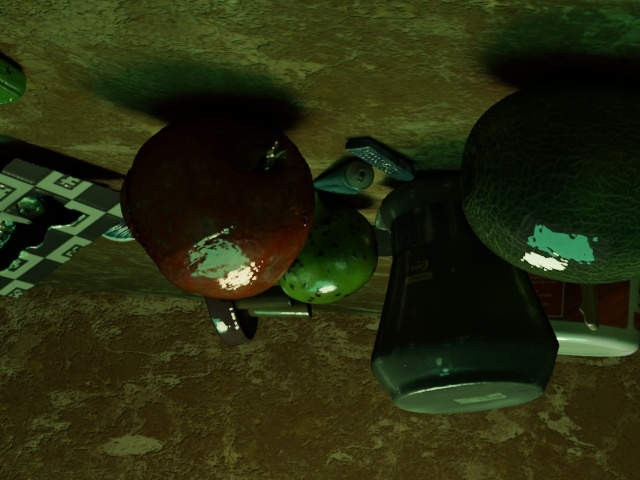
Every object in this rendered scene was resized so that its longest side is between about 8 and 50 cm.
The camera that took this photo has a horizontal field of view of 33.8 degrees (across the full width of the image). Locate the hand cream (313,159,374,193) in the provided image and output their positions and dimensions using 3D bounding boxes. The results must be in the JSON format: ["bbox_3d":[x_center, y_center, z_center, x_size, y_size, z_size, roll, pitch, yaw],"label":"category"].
[{"bbox_3d":[0.046,-0.098,1.747,0.083,0.048,0.224,8,175,-11],"label":"hand cream"}]

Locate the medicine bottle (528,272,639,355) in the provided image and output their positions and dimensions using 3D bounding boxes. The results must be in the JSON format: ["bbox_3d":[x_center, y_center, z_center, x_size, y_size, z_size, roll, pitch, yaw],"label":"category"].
[{"bbox_3d":[0.466,0.084,1.949,0.253,0.240,0.252,5,170,1],"label":"medicine bottle"}]

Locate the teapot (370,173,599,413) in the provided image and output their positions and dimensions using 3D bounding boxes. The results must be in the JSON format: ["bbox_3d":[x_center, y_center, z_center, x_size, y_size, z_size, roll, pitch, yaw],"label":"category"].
[{"bbox_3d":[0.258,0.077,1.713,0.376,0.361,0.305,-11,160,21],"label":"teapot"}]

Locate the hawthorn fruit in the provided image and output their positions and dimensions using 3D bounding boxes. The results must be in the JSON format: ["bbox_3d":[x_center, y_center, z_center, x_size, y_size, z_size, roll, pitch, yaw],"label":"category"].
[{"bbox_3d":[-0.120,-0.064,1.463,0.276,0.276,0.307,12,154,-32],"label":"hawthorn fruit"}]

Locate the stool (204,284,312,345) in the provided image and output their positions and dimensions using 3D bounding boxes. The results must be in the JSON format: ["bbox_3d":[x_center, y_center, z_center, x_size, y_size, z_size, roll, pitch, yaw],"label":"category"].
[{"bbox_3d":[-0.136,0.076,2.208,0.179,0.272,0.272,-12,166,10],"label":"stool"}]

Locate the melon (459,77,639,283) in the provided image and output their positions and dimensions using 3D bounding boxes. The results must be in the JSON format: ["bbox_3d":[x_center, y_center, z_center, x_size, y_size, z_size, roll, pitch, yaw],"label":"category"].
[{"bbox_3d":[0.316,-0.067,1.225,0.302,0.237,0.237,4,170,-7],"label":"melon"}]

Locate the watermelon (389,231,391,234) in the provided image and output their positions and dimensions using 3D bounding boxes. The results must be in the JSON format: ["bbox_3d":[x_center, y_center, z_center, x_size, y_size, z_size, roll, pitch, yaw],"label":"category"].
[{"bbox_3d":[0.226,-0.001,2.143,0.180,0.081,0.094,0,144,-1],"label":"watermelon"}]

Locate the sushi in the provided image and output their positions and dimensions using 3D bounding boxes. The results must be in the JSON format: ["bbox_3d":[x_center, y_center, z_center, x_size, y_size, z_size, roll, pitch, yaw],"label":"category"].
[{"bbox_3d":[-0.562,-0.050,1.931,0.373,0.100,0.296,-34,149,25],"label":"sushi"}]

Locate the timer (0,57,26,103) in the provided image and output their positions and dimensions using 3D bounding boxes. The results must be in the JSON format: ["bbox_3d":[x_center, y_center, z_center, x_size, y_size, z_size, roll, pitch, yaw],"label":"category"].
[{"bbox_3d":[-0.459,-0.210,1.356,0.140,0.047,0.128,2,170,16],"label":"timer"}]

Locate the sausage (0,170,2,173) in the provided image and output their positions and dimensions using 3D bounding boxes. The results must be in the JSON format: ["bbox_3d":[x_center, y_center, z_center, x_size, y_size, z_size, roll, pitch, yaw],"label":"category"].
[{"bbox_3d":[-0.609,-0.099,1.966,0.074,0.074,0.274,1,167,23],"label":"sausage"}]

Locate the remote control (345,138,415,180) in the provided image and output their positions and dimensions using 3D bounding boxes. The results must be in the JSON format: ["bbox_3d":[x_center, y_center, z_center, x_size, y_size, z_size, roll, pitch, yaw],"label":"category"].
[{"bbox_3d":[0.096,-0.124,1.607,0.044,0.027,0.152,5,170,37],"label":"remote control"}]

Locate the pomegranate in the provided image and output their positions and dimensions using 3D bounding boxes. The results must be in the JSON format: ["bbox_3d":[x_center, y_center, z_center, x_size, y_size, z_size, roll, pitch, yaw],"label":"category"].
[{"bbox_3d":[0.000,0.000,1.940,0.211,0.211,0.263,0,124,25],"label":"pomegranate"}]

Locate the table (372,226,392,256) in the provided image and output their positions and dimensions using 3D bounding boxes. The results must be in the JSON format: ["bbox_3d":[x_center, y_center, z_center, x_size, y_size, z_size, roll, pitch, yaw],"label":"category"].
[{"bbox_3d":[0.102,0.002,2.221,0.134,0.043,0.133,5,170,1],"label":"table"}]

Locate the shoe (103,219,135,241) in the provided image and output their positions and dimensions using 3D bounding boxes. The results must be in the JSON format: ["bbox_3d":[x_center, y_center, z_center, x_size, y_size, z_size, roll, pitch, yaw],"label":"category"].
[{"bbox_3d":[-0.424,-0.055,2.042,0.207,0.091,0.106,13,173,-21],"label":"shoe"}]
